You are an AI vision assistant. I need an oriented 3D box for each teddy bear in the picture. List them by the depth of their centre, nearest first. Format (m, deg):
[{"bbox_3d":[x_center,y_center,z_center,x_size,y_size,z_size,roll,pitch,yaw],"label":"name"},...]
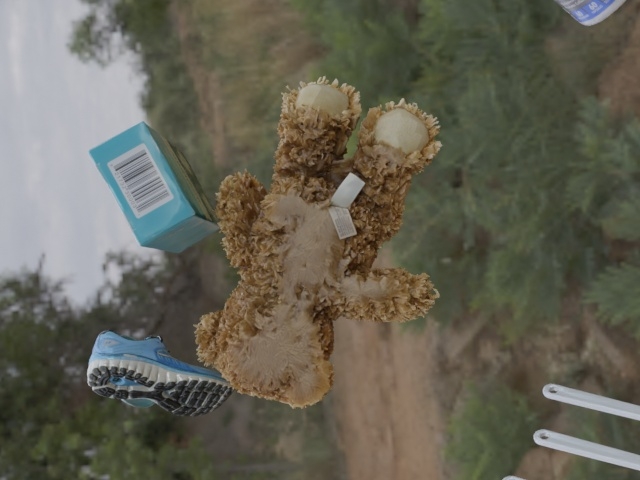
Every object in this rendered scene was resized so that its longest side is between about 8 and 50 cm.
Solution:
[{"bbox_3d":[0.000,0.000,1.177,0.113,0.245,0.338,59,-145,-84],"label":"teddy bear"}]

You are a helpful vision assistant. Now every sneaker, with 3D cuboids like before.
[{"bbox_3d":[-0.157,0.127,1.176,0.063,0.162,0.073,-47,37,34],"label":"sneaker"}]

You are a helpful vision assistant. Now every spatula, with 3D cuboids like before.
[{"bbox_3d":[0.294,0.203,1.038,0.168,0.242,0.019,-55,-36,-38],"label":"spatula"}]

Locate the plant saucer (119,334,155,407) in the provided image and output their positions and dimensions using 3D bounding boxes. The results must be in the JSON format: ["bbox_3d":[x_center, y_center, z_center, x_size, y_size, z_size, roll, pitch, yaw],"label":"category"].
[{"bbox_3d":[-0.290,0.201,1.752,0.119,0.021,0.119,39,-145,-33],"label":"plant saucer"}]

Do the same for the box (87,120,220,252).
[{"bbox_3d":[-0.157,-0.047,1.146,0.100,0.060,0.244,61,180,2],"label":"box"}]

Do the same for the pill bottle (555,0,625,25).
[{"bbox_3d":[0.218,-0.265,1.050,0.078,0.137,0.078,-47,19,22],"label":"pill bottle"}]
